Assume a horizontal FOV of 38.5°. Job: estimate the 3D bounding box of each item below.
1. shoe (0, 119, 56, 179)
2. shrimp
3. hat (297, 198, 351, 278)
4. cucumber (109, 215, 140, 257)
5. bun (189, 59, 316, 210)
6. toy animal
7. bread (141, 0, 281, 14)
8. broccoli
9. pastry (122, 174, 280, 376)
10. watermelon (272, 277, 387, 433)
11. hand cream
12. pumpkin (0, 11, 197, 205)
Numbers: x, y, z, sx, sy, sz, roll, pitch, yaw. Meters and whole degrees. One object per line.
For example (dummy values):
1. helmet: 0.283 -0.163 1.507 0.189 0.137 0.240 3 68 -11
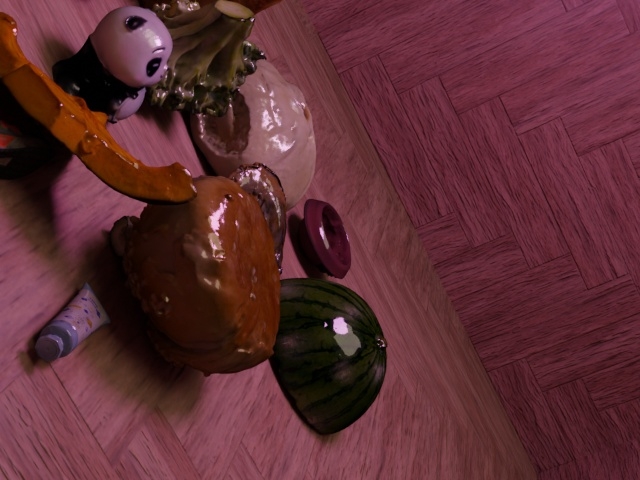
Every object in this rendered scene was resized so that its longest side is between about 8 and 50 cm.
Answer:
1. shoe: -0.399 -0.126 1.123 0.077 0.074 0.194 62 18 7
2. shrimp: -0.130 -0.025 1.753 0.173 0.058 0.253 6 86 -45
3. hat: 0.000 0.000 2.175 0.205 0.089 0.205 52 26 -39
4. cucumber: -0.278 0.003 1.381 0.107 0.035 0.067 27 60 -67
5. bun: -0.121 -0.237 1.930 0.364 0.202 0.364 59 17 -30
6. toy animal: -0.313 -0.279 1.442 0.138 0.179 0.166 45 14 -16
7. bread: -0.197 -0.518 1.843 0.148 0.344 0.195 0 68 -62
8. broccoli: -0.225 -0.361 1.664 0.248 0.245 0.288 35 36 -12
9. pastry: -0.176 0.054 1.344 0.316 0.184 0.285 60 27 -58
10. watermelon: 0.032 0.201 1.836 0.331 0.189 0.331 62 11 -20
11. hand cream: -0.305 0.103 1.136 0.065 0.043 0.171 63 14 -10
12. pumpkin: -0.326 -0.163 1.213 0.290 0.095 0.258 38 -5 43
